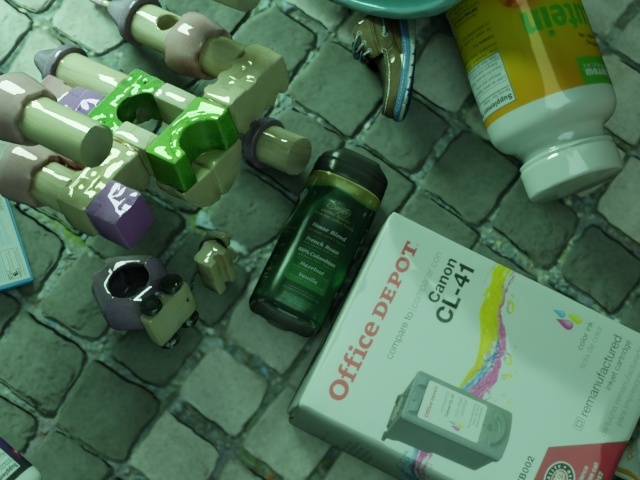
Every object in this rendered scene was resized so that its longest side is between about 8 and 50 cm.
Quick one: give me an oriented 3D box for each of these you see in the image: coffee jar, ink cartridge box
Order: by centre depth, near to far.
[{"bbox_3d":[0.152,0.143,1.732,0.306,0.131,0.226,26,76,-1],"label":"ink cartridge box"},{"bbox_3d":[0.000,0.000,1.764,0.079,0.096,0.184,26,77,-3],"label":"coffee jar"}]

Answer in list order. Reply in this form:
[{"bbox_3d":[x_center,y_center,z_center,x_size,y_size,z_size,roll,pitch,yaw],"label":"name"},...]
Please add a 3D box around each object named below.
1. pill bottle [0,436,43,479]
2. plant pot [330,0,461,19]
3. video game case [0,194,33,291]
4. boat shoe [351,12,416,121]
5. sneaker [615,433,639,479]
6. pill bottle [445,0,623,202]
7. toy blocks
[{"bbox_3d":[-0.333,0.233,1.671,0.193,0.108,0.108,41,77,3],"label":"pill bottle"},{"bbox_3d":[0.091,-0.458,1.760,0.341,0.341,0.334,34,61,2],"label":"plant pot"},{"bbox_3d":[-0.383,0.009,1.750,0.166,0.015,0.119,-16,80,-19],"label":"video game case"},{"bbox_3d":[0.066,-0.209,1.839,0.066,0.066,0.183,3,67,-1],"label":"boat shoe"},{"bbox_3d":[0.404,0.315,1.728,0.127,0.126,0.321,-28,93,32],"label":"sneaker"},{"bbox_3d":[0.222,-0.170,1.804,0.136,0.136,0.245,-17,80,-9],"label":"pill bottle"},{"bbox_3d":[-0.203,-0.120,1.735,0.260,0.309,0.288,24,60,33],"label":"toy blocks"}]
